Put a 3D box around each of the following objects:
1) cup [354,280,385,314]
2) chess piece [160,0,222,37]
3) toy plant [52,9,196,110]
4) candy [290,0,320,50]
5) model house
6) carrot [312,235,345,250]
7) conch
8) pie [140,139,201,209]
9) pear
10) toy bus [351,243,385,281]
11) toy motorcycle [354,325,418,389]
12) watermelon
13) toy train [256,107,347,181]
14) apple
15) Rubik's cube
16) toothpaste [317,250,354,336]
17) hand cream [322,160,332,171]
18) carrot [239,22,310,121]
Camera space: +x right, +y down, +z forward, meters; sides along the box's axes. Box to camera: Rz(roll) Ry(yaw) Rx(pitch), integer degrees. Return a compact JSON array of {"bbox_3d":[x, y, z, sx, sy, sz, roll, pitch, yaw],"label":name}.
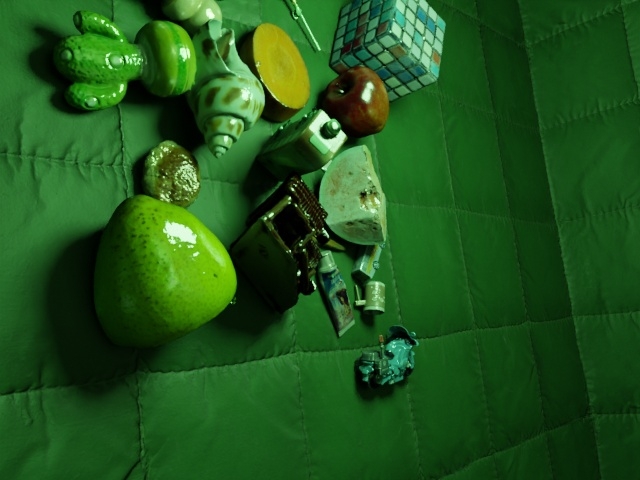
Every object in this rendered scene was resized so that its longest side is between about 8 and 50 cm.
[{"bbox_3d":[0.163,0.190,2.047,0.074,0.102,0.099,74,19,-67],"label":"cup"},{"bbox_3d":[-0.391,-0.663,1.649,0.299,0.166,0.167,40,53,-41],"label":"chess piece"},{"bbox_3d":[-0.474,-0.434,1.481,0.315,0.184,0.224,-17,110,-37],"label":"toy plant"},{"bbox_3d":[-0.069,-0.766,2.061,0.084,0.078,0.288,-44,116,-25],"label":"candy"},{"bbox_3d":[-0.058,-0.009,1.694,0.317,0.297,0.283,54,53,-19],"label":"model house"},{"bbox_3d":[0.000,0.000,1.941,0.254,0.049,0.049,20,65,-47],"label":"carrot"},{"bbox_3d":[-0.263,-0.398,1.634,0.368,0.197,0.249,66,8,32],"label":"conch"},{"bbox_3d":[-0.375,-0.161,1.567,0.163,0.078,0.194,15,68,-39],"label":"pie"},{"bbox_3d":[-0.357,0.041,1.415,0.342,0.238,0.318,-40,116,-44],"label":"pear"},{"bbox_3d":[0.163,0.047,2.082,0.075,0.064,0.191,32,56,-22],"label":"toy bus"},{"bbox_3d":[0.226,0.376,2.014,0.272,0.123,0.182,-7,94,-47],"label":"toy motorcycle"},{"bbox_3d":[0.107,-0.143,2.019,0.175,0.188,0.322,-29,113,-73],"label":"watermelon"},{"bbox_3d":[-0.058,-0.268,1.758,0.129,0.326,0.159,42,68,-21],"label":"toy train"},{"bbox_3d":[0.118,-0.453,2.063,0.233,0.233,0.234,15,68,-43],"label":"apple"},{"bbox_3d":[0.244,-0.704,2.208,0.293,0.286,0.292,29,60,-37],"label":"Rubik's cube"},{"bbox_3d":[0.047,0.163,1.940,0.096,0.061,0.266,-32,109,-47],"label":"toothpaste"},{"bbox_3d":[0.077,-0.198,2.084,0.216,0.038,0.052,45,23,-24],"label":"hand cream"},{"bbox_3d":[-0.135,-0.525,1.903,0.258,0.100,0.308,12,69,-47],"label":"carrot"}]
